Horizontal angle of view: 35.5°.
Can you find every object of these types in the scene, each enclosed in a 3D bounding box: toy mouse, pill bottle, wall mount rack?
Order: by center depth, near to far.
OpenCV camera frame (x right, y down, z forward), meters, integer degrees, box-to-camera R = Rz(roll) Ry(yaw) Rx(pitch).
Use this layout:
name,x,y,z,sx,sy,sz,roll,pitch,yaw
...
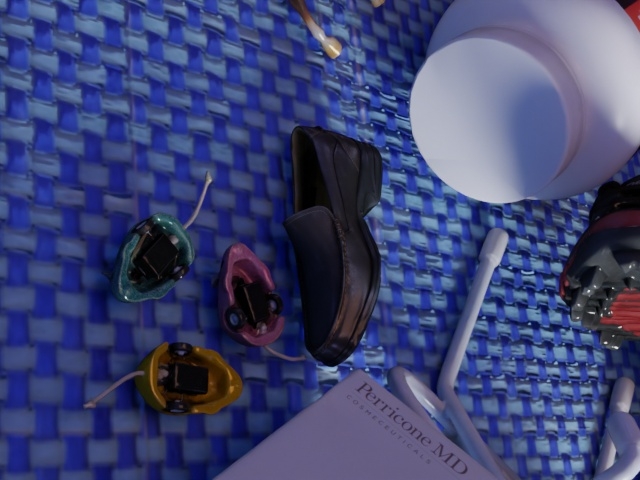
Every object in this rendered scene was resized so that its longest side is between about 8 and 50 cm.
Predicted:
name,x,y,z,sx,sy,sz,roll,pitch,yaw
toy mouse,-0.073,0.030,0.575,0.161,0.031,0.143,12,67,-43
wall mount rack,0.189,0.155,0.733,0.350,0.130,0.304,47,9,-23
pill bottle,0.205,-0.148,0.815,0.323,0.182,0.181,-37,102,-46

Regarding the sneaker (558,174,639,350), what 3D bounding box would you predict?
name,x,y,z,sx,sy,sz,roll,pitch,yaw
sneaker,0.233,0.004,0.726,0.276,0.098,0.135,29,66,-65

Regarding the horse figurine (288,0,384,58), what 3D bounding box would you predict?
name,x,y,z,sx,sy,sz,roll,pitch,yaw
horse figurine,-0.003,-0.264,0.735,0.174,0.066,0.263,45,49,-31

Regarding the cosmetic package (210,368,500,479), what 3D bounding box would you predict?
name,x,y,z,sx,sy,sz,roll,pitch,yaw
cosmetic package,-0.013,0.171,0.510,0.117,0.085,0.231,36,40,19

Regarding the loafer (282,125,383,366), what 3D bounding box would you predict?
name,x,y,z,sx,sy,sz,roll,pitch,yaw
loafer,0.000,0.000,0.645,0.061,0.062,0.170,25,48,-29
